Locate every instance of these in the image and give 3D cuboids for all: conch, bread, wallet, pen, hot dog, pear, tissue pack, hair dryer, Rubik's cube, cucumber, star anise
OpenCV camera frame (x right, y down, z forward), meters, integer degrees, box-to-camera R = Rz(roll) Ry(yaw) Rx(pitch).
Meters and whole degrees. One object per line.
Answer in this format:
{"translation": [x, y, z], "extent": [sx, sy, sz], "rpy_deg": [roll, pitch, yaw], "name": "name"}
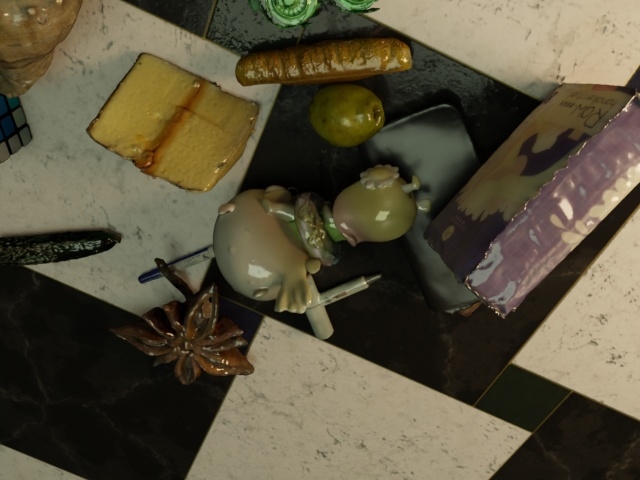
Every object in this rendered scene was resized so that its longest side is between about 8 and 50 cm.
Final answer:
{"translation": [-0.508, -0.372, 0.995], "extent": [0.324, 0.186, 0.263], "rpy_deg": [-44, 60, 34], "name": "conch"}
{"translation": [-0.246, -0.192, 1.073], "extent": [0.240, 0.178, 0.135], "rpy_deg": [26, 123, -3], "name": "bread"}
{"translation": [0.217, -0.049, 1.121], "extent": [0.197, 0.051, 0.378], "rpy_deg": [-19, 107, 21], "name": "wallet"}
{"translation": [-0.294, 0.050, 1.319], "extent": [0.204, 0.025, 0.025], "rpy_deg": [-20, 115, 22], "name": "pen"}
{"translation": [0.002, -0.288, 1.029], "extent": [0.288, 0.083, 0.068], "rpy_deg": [-1, 102, 11], "name": "hot dog"}
{"translation": [0.040, -0.206, 1.047], "extent": [0.131, 0.107, 0.107], "rpy_deg": [8, 124, 30], "name": "pear"}
{"translation": [0.321, -0.074, 0.947], "extent": [0.125, 0.242, 0.344], "rpy_deg": [38, 101, -12], "name": "tissue pack"}
{"translation": [0.051, 0.116, 1.285], "extent": [0.183, 0.044, 0.155], "rpy_deg": [-12, 120, 14], "name": "hair dryer"}
{"translation": [-0.645, -0.216, 1.147], "extent": [0.155, 0.154, 0.151], "rpy_deg": [1, 121, 11], "name": "Rubik's cube"}
{"translation": [-0.552, 0.015, 1.324], "extent": [0.293, 0.068, 0.068], "rpy_deg": [-4, 120, 13], "name": "cucumber"}
{"translation": [-0.277, 0.188, 1.353], "extent": [0.292, 0.109, 0.349], "rpy_deg": [-37, 119, 20], "name": "star anise"}

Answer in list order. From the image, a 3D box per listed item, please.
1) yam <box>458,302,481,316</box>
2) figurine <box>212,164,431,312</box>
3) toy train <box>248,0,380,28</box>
{"translation": [0.327, 0.042, 1.182], "extent": [0.046, 0.046, 0.264], "rpy_deg": [25, 123, -5], "name": "yam"}
{"translation": [0.000, 0.000, 1.088], "extent": [0.394, 0.275, 0.227], "rpy_deg": [-20, 136, 21], "name": "figurine"}
{"translation": [-0.002, -0.417, 0.921], "extent": [0.243, 0.132, 0.188], "rpy_deg": [-9, 114, 13], "name": "toy train"}
